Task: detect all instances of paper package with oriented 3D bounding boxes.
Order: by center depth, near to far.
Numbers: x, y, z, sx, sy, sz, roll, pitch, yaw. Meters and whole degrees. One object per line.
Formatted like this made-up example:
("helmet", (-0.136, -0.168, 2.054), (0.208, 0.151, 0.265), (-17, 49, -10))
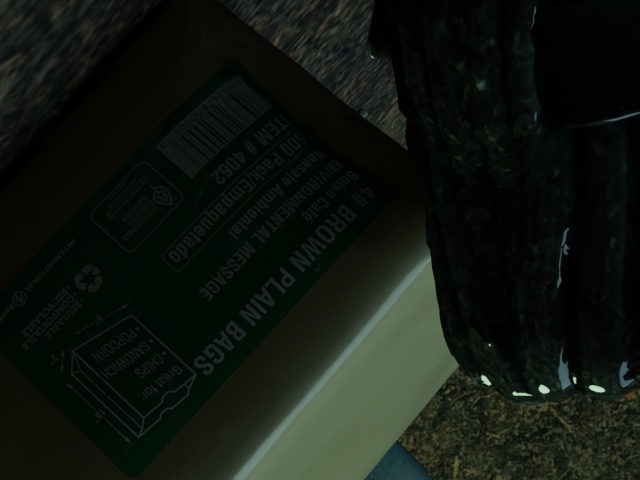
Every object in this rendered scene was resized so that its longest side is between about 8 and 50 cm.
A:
("paper package", (-0.083, 0.092, 0.708), (0.325, 0.168, 0.309), (-48, 167, -8))

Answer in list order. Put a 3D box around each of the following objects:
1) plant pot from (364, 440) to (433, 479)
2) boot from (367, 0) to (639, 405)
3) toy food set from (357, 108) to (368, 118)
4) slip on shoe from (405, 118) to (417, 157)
("plant pot", (-0.058, 0.223, 0.998), (0.247, 0.252, 0.247), (4, -145, 39))
("boot", (0.118, -0.128, 0.508), (0.131, 0.260, 0.348), (-3, -156, 44))
("toy food set", (0.000, 0.000, 1.254), (0.128, 0.071, 0.218), (-46, 172, -31))
("slip on shoe", (0.099, -0.156, 0.693), (0.123, 0.101, 0.331), (81, 16, -52))
